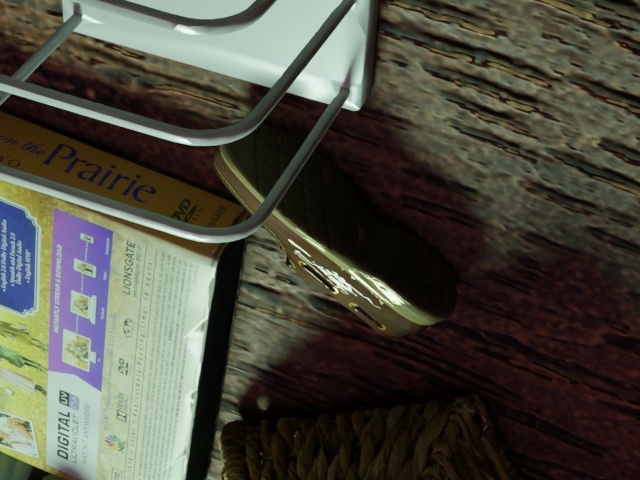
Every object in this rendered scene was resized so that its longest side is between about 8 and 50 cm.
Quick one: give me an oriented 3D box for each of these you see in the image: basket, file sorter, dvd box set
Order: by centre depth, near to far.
[{"bbox_3d":[-0.084,-0.162,0.725,0.193,0.173,0.278,18,135,14],"label":"file sorter"},{"bbox_3d":[0.043,0.284,1.018,0.223,0.213,0.299,-11,122,34],"label":"basket"},{"bbox_3d":[-0.267,0.025,1.065,0.420,0.062,0.307,21,135,10],"label":"dvd box set"}]

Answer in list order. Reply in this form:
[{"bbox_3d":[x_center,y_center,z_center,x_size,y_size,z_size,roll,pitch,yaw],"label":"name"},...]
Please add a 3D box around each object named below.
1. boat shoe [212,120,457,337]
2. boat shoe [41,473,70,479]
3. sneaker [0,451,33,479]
[{"bbox_3d":[0.000,0.000,0.898,0.178,0.064,0.060,39,133,-12],"label":"boat shoe"},{"bbox_3d":[-0.157,0.322,1.226,0.118,0.103,0.320,1,137,27],"label":"boat shoe"},{"bbox_3d":[-0.294,0.323,1.197,0.150,0.135,0.366,4,103,-20],"label":"sneaker"}]
